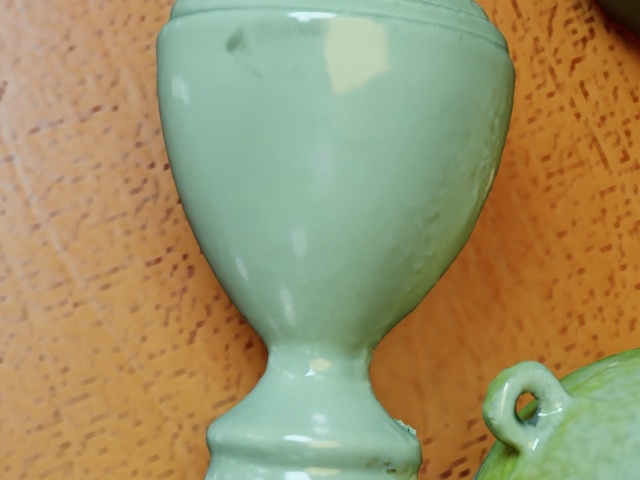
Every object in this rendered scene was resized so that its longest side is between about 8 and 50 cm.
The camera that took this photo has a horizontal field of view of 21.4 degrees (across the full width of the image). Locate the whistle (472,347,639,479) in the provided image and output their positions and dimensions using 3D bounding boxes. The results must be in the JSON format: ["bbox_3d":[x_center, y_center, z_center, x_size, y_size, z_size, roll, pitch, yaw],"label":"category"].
[{"bbox_3d":[0.118,0.113,0.494,0.223,0.123,0.123,46,72,-20],"label":"whistle"}]

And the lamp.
[{"bbox_3d":[0.000,0.000,0.492,0.106,0.106,0.193,6,84,-9],"label":"lamp"}]

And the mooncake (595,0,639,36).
[{"bbox_3d":[0.185,-0.168,0.558,0.235,0.117,0.234,2,74,-8],"label":"mooncake"}]
